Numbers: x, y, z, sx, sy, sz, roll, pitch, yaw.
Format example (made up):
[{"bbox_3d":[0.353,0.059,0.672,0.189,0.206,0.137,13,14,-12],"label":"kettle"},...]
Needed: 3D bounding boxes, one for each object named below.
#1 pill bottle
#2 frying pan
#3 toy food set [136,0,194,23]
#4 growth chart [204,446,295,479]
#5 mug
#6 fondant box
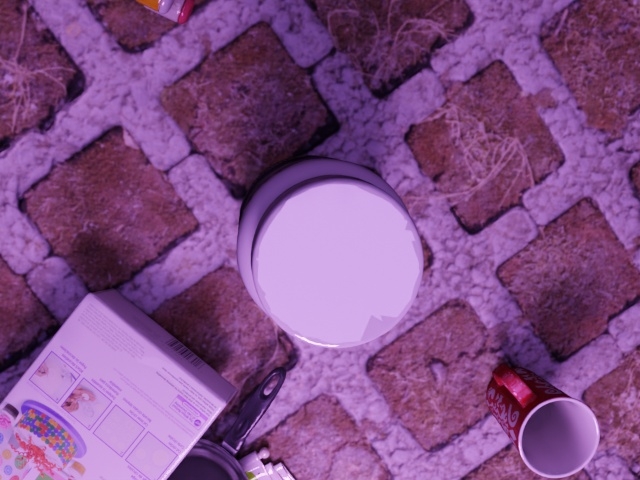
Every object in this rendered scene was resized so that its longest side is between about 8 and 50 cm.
[{"bbox_3d":[0.000,0.000,0.882,0.204,0.361,0.204,-1,99,-5],"label":"pill bottle"},{"bbox_3d":[-0.176,0.322,1.060,0.197,0.053,0.326,12,85,9],"label":"frying pan"},{"bbox_3d":[-0.143,-0.360,0.935,0.105,0.111,0.232,24,64,-9],"label":"toy food set"},{"bbox_3d":[-0.081,0.432,1.109,0.172,0.021,0.237,-39,99,2],"label":"growth chart"},{"bbox_3d":[0.307,0.234,1.043,0.113,0.169,0.150,-12,98,-3],"label":"mug"},{"bbox_3d":[-0.313,0.266,1.005,0.238,0.096,0.330,39,92,2],"label":"fondant box"}]
